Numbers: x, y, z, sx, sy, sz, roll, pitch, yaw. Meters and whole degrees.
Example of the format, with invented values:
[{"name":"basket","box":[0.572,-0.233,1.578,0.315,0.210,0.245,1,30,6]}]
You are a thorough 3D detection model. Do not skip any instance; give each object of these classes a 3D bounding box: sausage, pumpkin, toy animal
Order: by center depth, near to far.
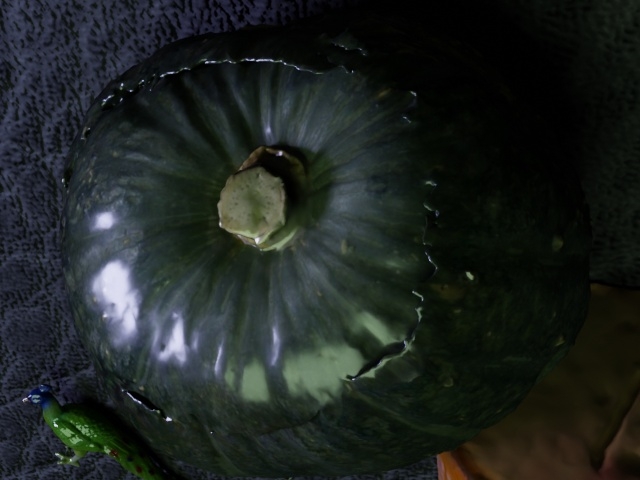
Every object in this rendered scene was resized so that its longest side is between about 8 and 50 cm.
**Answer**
[{"name":"pumpkin","box":[0.000,0.000,0.783,0.327,0.292,0.257,-17,166,18]},{"name":"sausage","box":[0.202,0.206,0.933,0.233,0.233,0.287,6,133,15]},{"name":"toy animal","box":[-0.208,0.208,1.227,0.075,0.041,0.217,-27,123,36]}]

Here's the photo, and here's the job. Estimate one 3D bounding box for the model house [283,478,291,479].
[{"name":"model house","box":[-0.034,0.185,1.133,0.058,0.057,0.083,20,122,-37]}]
